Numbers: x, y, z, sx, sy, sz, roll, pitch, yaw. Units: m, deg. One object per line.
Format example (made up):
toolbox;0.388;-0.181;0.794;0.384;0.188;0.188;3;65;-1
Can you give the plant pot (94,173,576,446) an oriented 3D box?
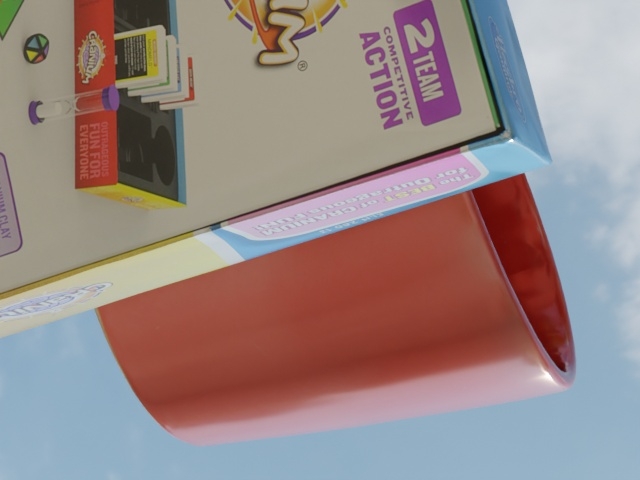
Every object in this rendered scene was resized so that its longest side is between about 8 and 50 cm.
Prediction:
plant pot;0.000;0.000;1.004;0.243;0.275;0.275;-21;-92;15

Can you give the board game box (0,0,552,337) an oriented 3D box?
board game box;-0.100;-0.096;0.590;0.316;0.064;0.242;-17;-101;18
